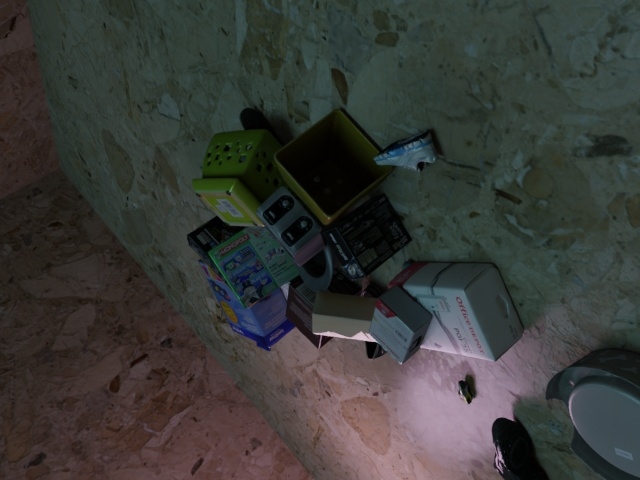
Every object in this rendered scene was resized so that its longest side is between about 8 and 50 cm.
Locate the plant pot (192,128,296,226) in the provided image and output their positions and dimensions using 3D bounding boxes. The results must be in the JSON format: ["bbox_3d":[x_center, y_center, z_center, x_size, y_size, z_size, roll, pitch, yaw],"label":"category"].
[{"bbox_3d":[-0.215,-0.167,1.937,0.227,0.207,0.228,4,146,41],"label":"plant pot"}]

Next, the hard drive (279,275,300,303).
[{"bbox_3d":[-0.153,0.162,2.470,0.339,0.064,0.237,34,147,32],"label":"hard drive"}]

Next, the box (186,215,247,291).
[{"bbox_3d":[-0.249,0.033,2.266,0.322,0.257,0.079,42,153,21],"label":"box"}]

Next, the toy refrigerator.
[{"bbox_3d":[0.116,0.220,1.938,0.269,0.094,0.102,7,138,7],"label":"toy refrigerator"}]

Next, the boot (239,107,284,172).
[{"bbox_3d":[-0.200,-0.286,2.048,0.190,0.076,0.208,55,159,-2],"label":"boot"}]

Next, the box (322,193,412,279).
[{"bbox_3d":[0.120,-0.009,1.722,0.147,0.180,0.077,57,151,-7],"label":"box"}]

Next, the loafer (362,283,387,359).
[{"bbox_3d":[0.165,0.257,2.051,0.096,0.084,0.268,26,141,43],"label":"loafer"}]

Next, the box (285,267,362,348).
[{"bbox_3d":[0.006,0.200,2.147,0.168,0.167,0.203,42,150,21],"label":"box"}]

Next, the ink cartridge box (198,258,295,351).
[{"bbox_3d":[-0.256,0.218,2.469,0.270,0.151,0.396,11,132,53],"label":"ink cartridge box"}]

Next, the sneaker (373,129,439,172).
[{"bbox_3d":[0.195,-0.186,1.535,0.083,0.071,0.190,56,153,-15],"label":"sneaker"}]

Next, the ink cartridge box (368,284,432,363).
[{"bbox_3d":[0.199,0.215,1.711,0.127,0.072,0.175,43,151,23],"label":"ink cartridge box"}]

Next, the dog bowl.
[{"bbox_3d":[0.650,0.379,1.410,0.348,0.102,0.349,39,149,29],"label":"dog bowl"}]

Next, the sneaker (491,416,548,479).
[{"bbox_3d":[0.524,0.607,1.863,0.130,0.109,0.286,9,126,62],"label":"sneaker"}]

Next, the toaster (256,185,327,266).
[{"bbox_3d":[-0.073,-0.035,1.790,0.168,0.110,0.186,49,175,15],"label":"toaster"}]

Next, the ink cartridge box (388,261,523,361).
[{"bbox_3d":[0.327,0.167,1.661,0.283,0.117,0.207,-2,119,59],"label":"ink cartridge box"}]

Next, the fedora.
[{"bbox_3d":[0.000,0.000,1.977,0.276,0.124,0.243,63,151,9],"label":"fedora"}]

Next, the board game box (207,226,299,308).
[{"bbox_3d":[-0.158,0.039,2.088,0.214,0.317,0.046,58,-178,-5],"label":"board game box"}]

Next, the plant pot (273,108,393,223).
[{"bbox_3d":[0.024,-0.160,1.701,0.212,0.212,0.187,49,164,11],"label":"plant pot"}]

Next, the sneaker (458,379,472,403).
[{"bbox_3d":[0.405,0.432,1.926,0.035,0.031,0.083,11,130,53],"label":"sneaker"}]

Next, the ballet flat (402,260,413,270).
[{"bbox_3d":[0.251,0.103,1.806,0.041,0.041,0.114,-1,120,58],"label":"ballet flat"}]
